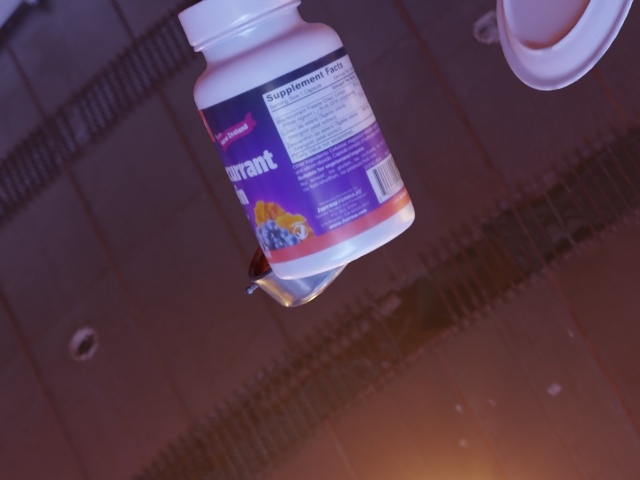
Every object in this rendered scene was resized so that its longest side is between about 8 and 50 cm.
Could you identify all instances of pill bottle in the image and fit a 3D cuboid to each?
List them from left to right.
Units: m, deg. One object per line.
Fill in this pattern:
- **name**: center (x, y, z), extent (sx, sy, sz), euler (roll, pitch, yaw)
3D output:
- **pill bottle**: center (-0.021, -0.081, 0.887), extent (0.108, 0.194, 0.108), euler (-24, -171, 4)

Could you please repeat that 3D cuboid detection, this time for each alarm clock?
- **alarm clock**: center (0.000, 0.000, 1.244), extent (0.129, 0.064, 0.192), euler (-56, -168, -23)

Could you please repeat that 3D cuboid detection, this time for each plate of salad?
- **plate of salad**: center (0.203, -0.217, 1.041), extent (0.200, 0.048, 0.200), euler (-174, -90, -65)
